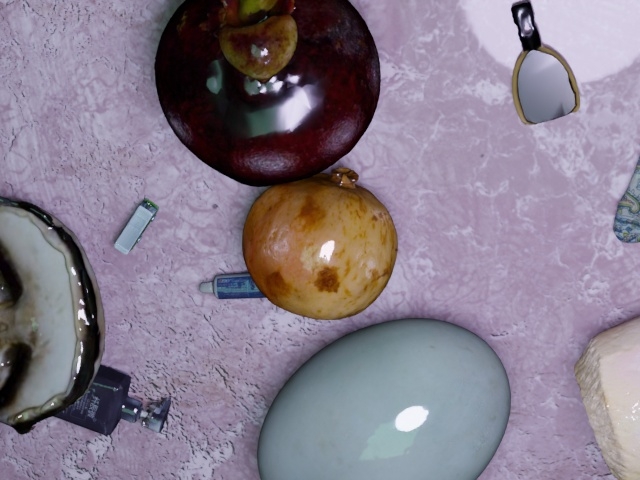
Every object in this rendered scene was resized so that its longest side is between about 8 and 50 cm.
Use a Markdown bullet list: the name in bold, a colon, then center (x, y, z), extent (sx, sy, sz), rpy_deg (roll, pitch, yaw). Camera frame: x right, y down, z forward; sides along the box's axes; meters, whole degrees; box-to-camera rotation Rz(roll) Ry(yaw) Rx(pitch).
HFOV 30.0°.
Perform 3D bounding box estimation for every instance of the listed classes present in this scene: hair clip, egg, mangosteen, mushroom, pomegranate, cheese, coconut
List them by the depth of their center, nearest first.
- **mangosteen**: center (-0.071, -0.213, 1.544), extent (0.297, 0.293, 0.297), rpy_deg (1, 95, 8)
- **cheese**: center (0.288, -0.239, 1.602), extent (0.086, 0.036, 0.162), rpy_deg (-15, 105, 18)
- **coconut**: center (0.485, 0.207, 1.612), extent (0.244, 0.239, 0.239), rpy_deg (-22, 103, 15)
- **hair clip**: center (0.449, -0.097, 1.619), extent (0.066, 0.036, 0.229), rpy_deg (11, 110, 0)
- **pomegranate**: center (0.000, 0.000, 1.645), extent (0.215, 0.215, 0.215), rpy_deg (3, 109, 10)
- **egg**: center (0.085, 0.262, 1.680), extent (0.389, 0.276, 0.276), rpy_deg (-34, 99, 17)
- **mushroom**: center (-0.439, 0.102, 1.783), extent (0.247, 0.130, 0.344), rpy_deg (-24, 84, 12)

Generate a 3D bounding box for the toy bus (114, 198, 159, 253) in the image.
- **toy bus**: center (-0.274, -0.021, 1.782), extent (0.031, 0.037, 0.083), rpy_deg (35, 110, -3)

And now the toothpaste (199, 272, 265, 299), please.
- **toothpaste**: center (-0.084, 0.066, 1.777), extent (0.197, 0.035, 0.057), rpy_deg (-3, 113, 9)

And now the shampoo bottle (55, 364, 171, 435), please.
- **shampoo bottle**: center (-0.388, 0.232, 1.870), extent (0.310, 0.071, 0.098), rpy_deg (20, 110, 4)
